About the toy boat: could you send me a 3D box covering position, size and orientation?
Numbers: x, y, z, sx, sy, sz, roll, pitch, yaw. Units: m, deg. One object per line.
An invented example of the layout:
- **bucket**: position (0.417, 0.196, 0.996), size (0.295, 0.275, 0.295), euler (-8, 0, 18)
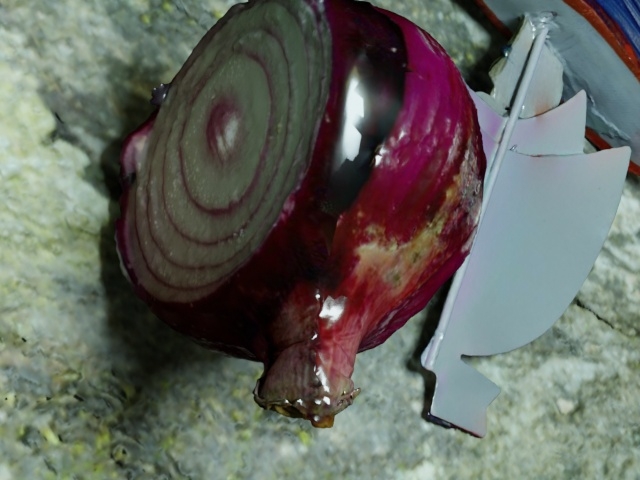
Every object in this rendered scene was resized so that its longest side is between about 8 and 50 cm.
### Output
- **toy boat**: position (0.144, -0.037, 1.178), size (0.219, 0.072, 0.318), euler (13, 76, -45)

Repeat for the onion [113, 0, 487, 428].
- **onion**: position (0.000, 0.000, 0.926), size (0.140, 0.195, 0.218), euler (26, 38, -39)
